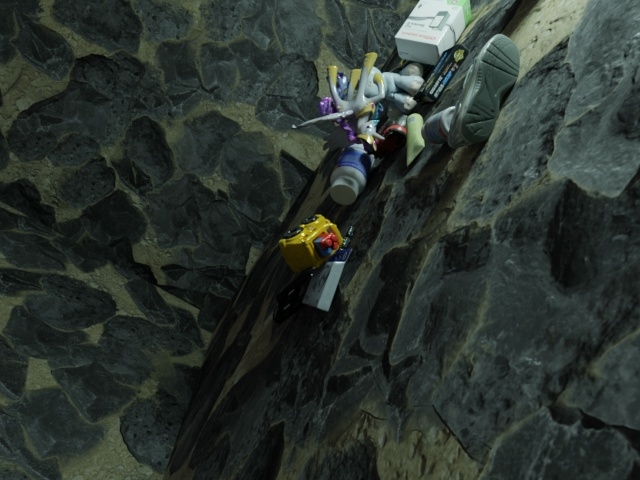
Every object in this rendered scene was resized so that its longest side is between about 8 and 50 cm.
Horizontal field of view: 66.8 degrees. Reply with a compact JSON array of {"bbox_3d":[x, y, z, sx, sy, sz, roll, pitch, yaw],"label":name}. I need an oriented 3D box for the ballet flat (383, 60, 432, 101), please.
[{"bbox_3d":[0.421,-0.770,2.218,0.400,0.139,0.139,-32,28,56],"label":"ballet flat"}]

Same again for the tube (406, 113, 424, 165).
[{"bbox_3d":[0.325,-0.351,1.670,0.240,0.062,0.070,-79,-21,-48],"label":"tube"}]

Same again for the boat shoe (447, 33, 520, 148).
[{"bbox_3d":[0.410,-0.381,1.238,0.103,0.118,0.320,-13,53,68],"label":"boat shoe"}]

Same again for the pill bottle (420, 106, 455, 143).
[{"bbox_3d":[0.352,-0.325,1.397,0.087,0.087,0.160,-59,11,-5],"label":"pill bottle"}]

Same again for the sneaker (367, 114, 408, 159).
[{"bbox_3d":[0.274,-0.414,1.928,0.135,0.098,0.276,-63,14,-20],"label":"sneaker"}]

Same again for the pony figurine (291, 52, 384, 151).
[{"bbox_3d":[0.100,-0.507,1.910,0.351,0.303,0.363,-3,82,37],"label":"pony figurine"}]

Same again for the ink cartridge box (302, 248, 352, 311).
[{"bbox_3d":[0.017,0.126,1.665,0.223,0.045,0.223,-68,13,-9],"label":"ink cartridge box"}]

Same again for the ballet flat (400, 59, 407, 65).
[{"bbox_3d":[0.466,-0.875,2.265,0.231,0.077,0.077,-36,-2,26],"label":"ballet flat"}]

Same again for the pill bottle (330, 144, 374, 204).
[{"bbox_3d":[0.128,-0.280,2.052,0.152,0.152,0.272,-46,16,47],"label":"pill bottle"}]

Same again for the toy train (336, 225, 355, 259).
[{"bbox_3d":[0.089,0.014,1.769,0.036,0.027,0.158,-45,18,55],"label":"toy train"}]

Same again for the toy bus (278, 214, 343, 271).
[{"bbox_3d":[0.000,0.000,1.705,0.212,0.149,0.220,-8,25,49],"label":"toy bus"}]

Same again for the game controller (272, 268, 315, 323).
[{"bbox_3d":[-0.110,0.231,2.001,0.319,0.067,0.166,-44,33,52],"label":"game controller"}]

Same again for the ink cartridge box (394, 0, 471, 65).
[{"bbox_3d":[0.460,-0.867,1.983,0.272,0.198,0.114,-57,-31,-13],"label":"ink cartridge box"}]

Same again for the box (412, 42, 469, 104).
[{"bbox_3d":[0.451,-0.622,1.836,0.220,0.051,0.175,-57,11,7],"label":"box"}]

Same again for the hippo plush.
[{"bbox_3d":[0.277,-0.670,2.035,0.234,0.237,0.294,-47,40,50],"label":"hippo plush"}]
